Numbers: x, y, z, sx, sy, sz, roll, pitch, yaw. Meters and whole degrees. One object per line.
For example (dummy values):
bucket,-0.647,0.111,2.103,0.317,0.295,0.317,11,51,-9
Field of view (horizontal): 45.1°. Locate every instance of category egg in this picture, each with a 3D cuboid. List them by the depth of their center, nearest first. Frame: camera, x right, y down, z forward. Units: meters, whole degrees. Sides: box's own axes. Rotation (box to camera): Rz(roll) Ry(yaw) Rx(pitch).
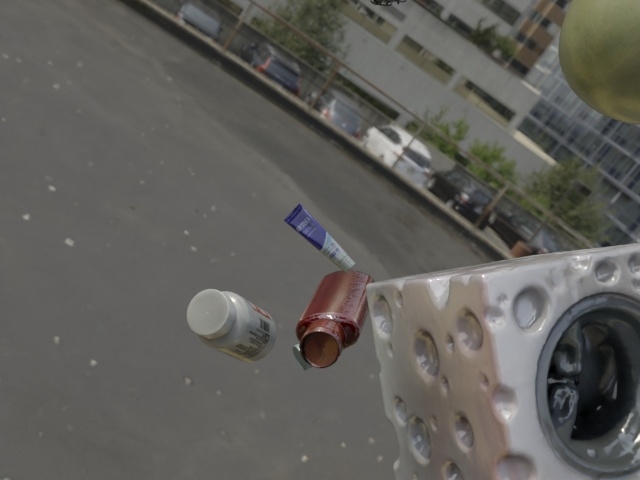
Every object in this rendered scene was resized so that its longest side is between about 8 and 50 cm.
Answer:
egg,0.408,-0.243,0.878,0.219,0.269,0.219,63,4,-8

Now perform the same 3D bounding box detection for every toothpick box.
toothpick box,-0.003,0.197,1.408,0.083,0.052,0.052,-25,51,-22

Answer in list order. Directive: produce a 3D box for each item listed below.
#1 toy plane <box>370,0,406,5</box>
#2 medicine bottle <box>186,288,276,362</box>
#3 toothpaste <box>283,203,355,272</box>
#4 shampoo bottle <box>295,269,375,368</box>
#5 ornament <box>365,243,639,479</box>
toy plane,0.075,-0.330,0.992,0.120,0.049,0.031,-9,11,-37
medicine bottle,-0.121,0.114,1.047,0.079,0.079,0.140,45,1,29
toothpaste,0.000,0.000,0.775,0.083,0.024,0.015,45,2,4
shampoo bottle,0.023,0.117,1.210,0.102,0.064,0.260,-2,16,11
ornament,0.216,0.138,0.784,0.239,0.240,0.239,-8,-2,-22
